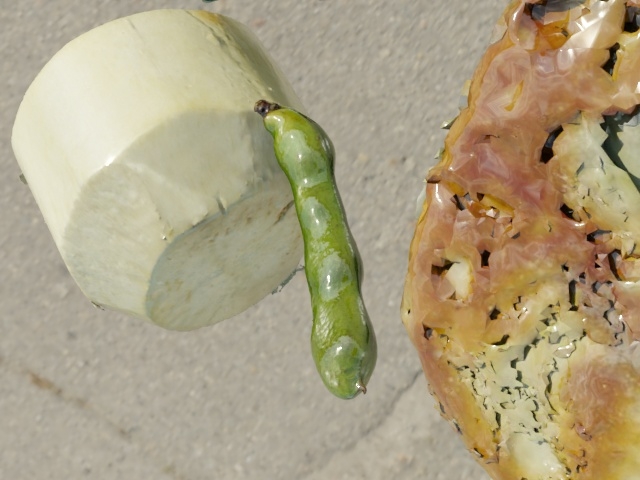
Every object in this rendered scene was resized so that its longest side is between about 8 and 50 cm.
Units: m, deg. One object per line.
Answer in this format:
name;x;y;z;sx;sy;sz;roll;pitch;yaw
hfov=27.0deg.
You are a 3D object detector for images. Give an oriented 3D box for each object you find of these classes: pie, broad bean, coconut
pie;0.161;0.015;0.536;0.308;0.085;0.308;11;110;30
broad bean;0.001;0.000;1.005;0.052;0.256;0.052;-4;156;-23
coconut;-0.154;-0.081;1.335;0.323;0.323;0.323;13;129;17

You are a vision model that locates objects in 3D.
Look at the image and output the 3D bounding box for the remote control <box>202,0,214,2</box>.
remote control;-0.099;-0.255;1.207;0.053;0.018;0.124;-18;160;3
